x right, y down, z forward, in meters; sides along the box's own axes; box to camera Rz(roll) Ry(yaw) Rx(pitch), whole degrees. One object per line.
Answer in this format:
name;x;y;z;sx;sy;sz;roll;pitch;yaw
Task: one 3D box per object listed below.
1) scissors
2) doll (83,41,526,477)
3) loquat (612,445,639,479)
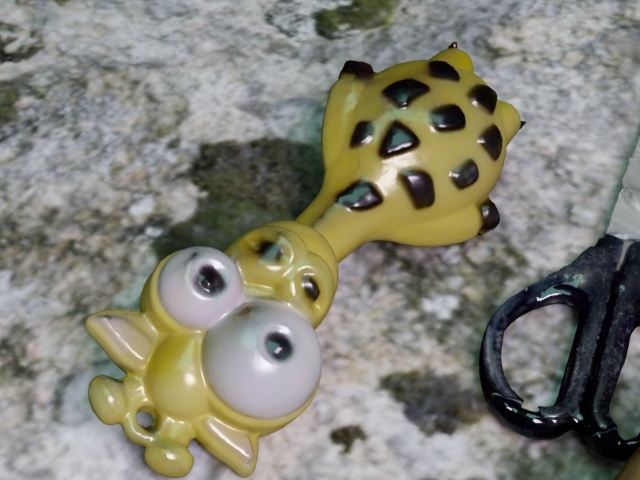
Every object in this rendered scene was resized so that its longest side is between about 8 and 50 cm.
scissors;0.164;-0.006;0.802;0.109;0.022;0.300;14;47;14
doll;0.000;0.000;0.768;0.117;0.086;0.291;44;59;4
loquat;0.184;0.132;0.548;0.179;0.179;0.227;24;55;27
